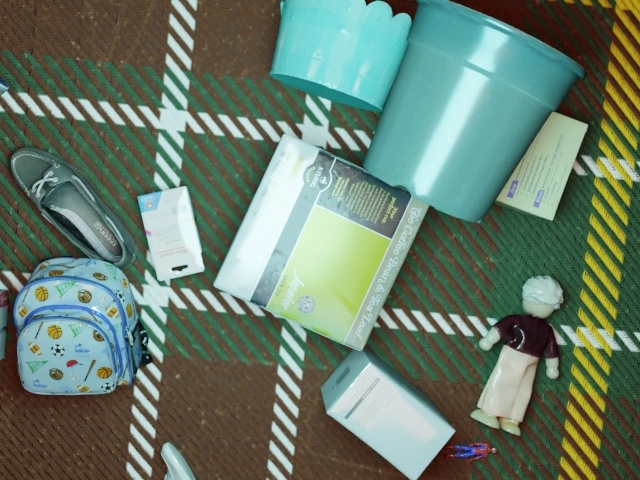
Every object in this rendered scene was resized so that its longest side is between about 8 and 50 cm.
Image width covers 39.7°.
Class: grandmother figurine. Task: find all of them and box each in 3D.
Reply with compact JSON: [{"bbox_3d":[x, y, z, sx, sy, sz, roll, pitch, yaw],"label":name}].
[{"bbox_3d":[0.428,0.235,1.905,0.208,0.104,0.342,22,89,-32],"label":"grandmother figurine"}]

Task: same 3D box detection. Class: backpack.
[{"bbox_3d":[-0.488,0.170,1.760,0.276,0.213,0.263,-3,110,-4],"label":"backpack"}]

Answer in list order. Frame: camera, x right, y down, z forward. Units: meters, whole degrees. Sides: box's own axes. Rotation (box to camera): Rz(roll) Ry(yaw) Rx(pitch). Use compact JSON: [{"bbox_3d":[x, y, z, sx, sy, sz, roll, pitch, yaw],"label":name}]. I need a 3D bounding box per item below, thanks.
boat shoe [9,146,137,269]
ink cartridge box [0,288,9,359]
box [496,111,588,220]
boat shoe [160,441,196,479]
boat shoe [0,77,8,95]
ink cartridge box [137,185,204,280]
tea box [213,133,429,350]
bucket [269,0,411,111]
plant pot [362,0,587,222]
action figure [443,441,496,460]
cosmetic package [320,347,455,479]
[{"bbox_3d":[-0.508,-0.070,1.821,0.335,0.095,0.112,44,90,-5],"label":"boat shoe"},{"bbox_3d":[-0.713,0.175,1.838,0.109,0.063,0.150,4,92,-5],"label":"ink cartridge box"},{"bbox_3d":[0.397,-0.182,1.864,0.243,0.117,0.213,20,92,-6],"label":"box"},{"bbox_3d":[-0.300,0.519,1.890,0.063,0.066,0.184,-28,104,-3],"label":"boat shoe"},{"bbox_3d":[-0.726,-0.335,1.813,0.183,0.066,0.066,28,96,5],"label":"boat shoe"},{"bbox_3d":[-0.308,-0.015,1.854,0.104,0.061,0.181,-12,94,-3],"label":"ink cartridge box"},{"bbox_3d":[0.000,0.000,1.797,0.323,0.220,0.329,26,92,-4],"label":"tea box"},{"bbox_3d":[0.038,-0.377,1.758,0.281,0.281,0.183,18,93,-5],"label":"bucket"},{"bbox_3d":[0.259,-0.233,1.653,0.341,0.341,0.334,26,101,-5],"label":"plant pot"},{"bbox_3d":[0.329,0.462,1.942,0.115,0.030,0.038,-3,88,-6],"label":"action figure"},{"bbox_3d":[0.133,0.345,1.822,0.225,0.224,0.138,40,90,-5],"label":"cosmetic package"}]
